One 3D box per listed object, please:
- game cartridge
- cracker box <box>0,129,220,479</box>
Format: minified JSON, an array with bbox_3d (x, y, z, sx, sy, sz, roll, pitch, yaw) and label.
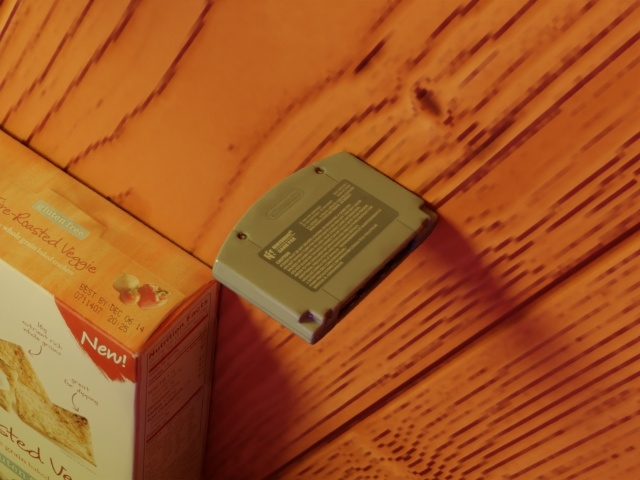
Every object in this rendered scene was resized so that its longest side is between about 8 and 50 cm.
[{"bbox_3d":[0.000,0.000,0.615,0.056,0.083,0.017,36,140,16],"label":"game cartridge"},{"bbox_3d":[-0.137,0.066,0.847,0.155,0.067,0.232,32,143,18],"label":"cracker box"}]
